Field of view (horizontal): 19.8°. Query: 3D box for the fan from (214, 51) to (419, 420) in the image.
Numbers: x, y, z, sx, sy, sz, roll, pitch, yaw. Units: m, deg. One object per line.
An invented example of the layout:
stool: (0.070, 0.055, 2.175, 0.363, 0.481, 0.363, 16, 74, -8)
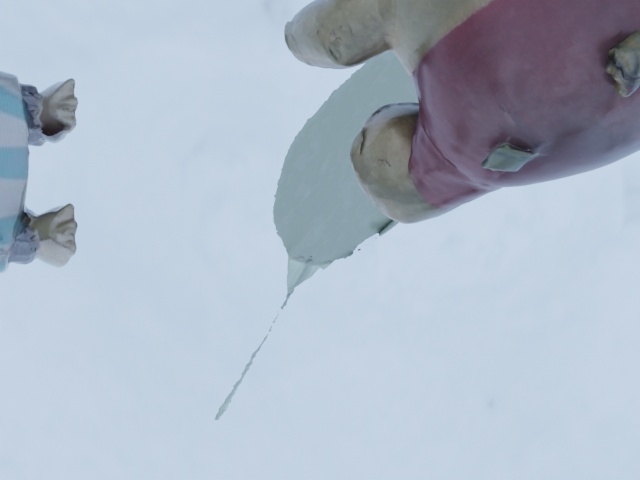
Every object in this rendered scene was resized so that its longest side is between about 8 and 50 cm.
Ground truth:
fan: (-0.001, -0.001, 1.278, 0.010, 0.182, 0.310, 41, 106, 33)

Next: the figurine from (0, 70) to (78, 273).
figurine: (-0.410, -0.032, 1.487, 0.361, 0.378, 0.266, 2, 82, -18)

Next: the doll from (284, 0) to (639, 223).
doll: (0.051, -0.147, 0.667, 0.255, 0.152, 0.196, 63, 36, -12)
